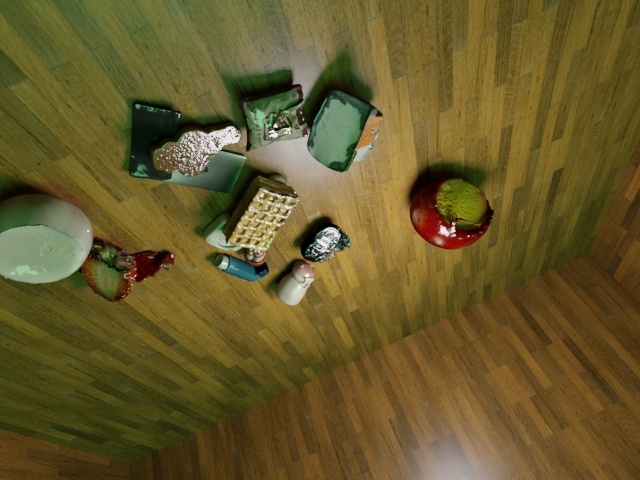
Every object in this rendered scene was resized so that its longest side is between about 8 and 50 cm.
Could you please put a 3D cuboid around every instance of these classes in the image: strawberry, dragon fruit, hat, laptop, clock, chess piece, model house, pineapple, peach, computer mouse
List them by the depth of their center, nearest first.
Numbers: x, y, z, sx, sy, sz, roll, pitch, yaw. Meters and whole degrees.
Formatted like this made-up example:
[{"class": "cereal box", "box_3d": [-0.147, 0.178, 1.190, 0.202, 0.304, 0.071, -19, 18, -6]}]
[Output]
[{"class": "laptop", "box_3d": [-0.433, -0.269, 1.572, 0.268, 0.015, 0.188, 7, 131, -33]}, {"class": "model house", "box_3d": [0.121, -0.421, 1.609, 0.300, 0.190, 0.272, -27, 145, -57]}, {"class": "strawberry", "box_3d": [-0.856, 0.118, 1.706, 0.233, 0.138, 0.306, 30, 136, -10]}, {"class": "chess piece", "box_3d": [-0.184, -0.234, 1.725, 0.083, 0.038, 0.084, -16, 141, -14]}, {"class": "dragon fruit", "box_3d": [-0.719, 0.094, 1.809, 0.192, 0.123, 0.092, -23, -179, -8]}, {"class": "clock", "box_3d": [-0.396, -0.026, 1.828, 0.151, 0.062, 0.191, -40, 139, 15]}, {"class": "hat", "box_3d": [-0.293, 0.044, 1.919, 0.112, 0.094, 0.162, -9, 147, -16]}, {"class": "computer mouse", "box_3d": [0.000, 0.000, 2.029, 0.137, 0.096, 0.233, 37, 109, -27]}, {"class": "peach", "box_3d": [0.621, -0.118, 2.049, 0.405, 0.336, 0.310, -3, 157, -31]}, {"class": "pineapple", "box_3d": [0.055, 0.044, 2.128, 0.221, 0.083, 0.103, -30, 138, 5]}]

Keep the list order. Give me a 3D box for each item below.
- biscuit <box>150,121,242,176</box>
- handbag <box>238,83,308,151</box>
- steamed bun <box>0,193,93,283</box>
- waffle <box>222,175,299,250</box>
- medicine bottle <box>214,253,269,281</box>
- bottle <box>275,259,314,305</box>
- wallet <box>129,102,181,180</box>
[{"class": "biscuit", "box_3d": [-0.424, -0.321, 1.459, 0.319, 0.047, 0.183, -31, 148, -8]}, {"class": "handbag", "box_3d": [-0.162, -0.421, 1.457, 0.234, 0.127, 0.213, -17, 139, -13]}, {"class": "steamed bun", "box_3d": [-0.953, -0.018, 1.429, 0.323, 0.206, 0.325, -15, 137, -14]}, {"class": "waffle", "box_3d": [-0.242, -0.104, 1.721, 0.212, 0.091, 0.308, 11, 126, -41]}, {"class": "medicine bottle", "box_3d": [-0.373, 0.124, 1.995, 0.124, 0.079, 0.258, -39, 139, 24]}, {"class": "bottle", "box_3d": [-0.119, 0.208, 2.177, 0.147, 0.148, 0.237, 14, 123, -38]}, {"class": "wallet", "box_3d": [-0.564, -0.325, 1.422, 0.145, 0.030, 0.286, 4, 134, -25]}]
